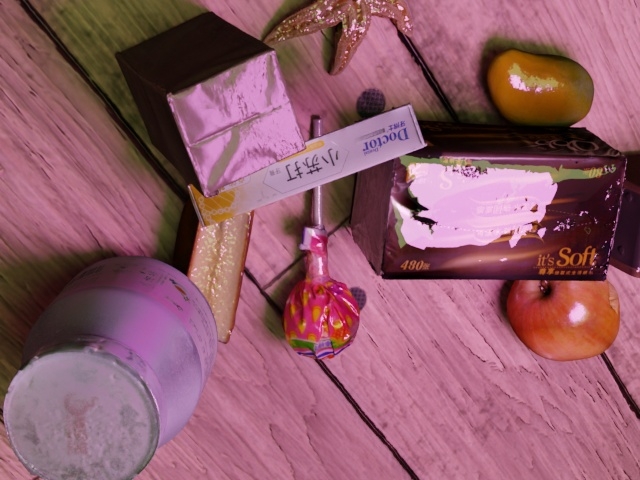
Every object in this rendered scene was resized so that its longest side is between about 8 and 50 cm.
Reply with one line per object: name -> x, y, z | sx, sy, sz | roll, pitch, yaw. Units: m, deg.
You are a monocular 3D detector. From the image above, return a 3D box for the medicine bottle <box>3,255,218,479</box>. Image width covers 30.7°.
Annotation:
medicine bottle -> -0.274, 0.177, 1.527 | 0.245, 0.290, 0.244 | 1, 109, 4

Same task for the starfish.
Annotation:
starfish -> 0.043, -0.345, 1.643 | 0.277, 0.062, 0.236 | -47, 127, -5

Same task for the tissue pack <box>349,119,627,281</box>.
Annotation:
tissue pack -> 0.248, -0.062, 1.731 | 0.370, 0.198, 0.209 | 0, 108, -14

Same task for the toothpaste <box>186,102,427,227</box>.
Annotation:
toothpaste -> -0.016, -0.099, 1.540 | 0.313, 0.089, 0.071 | -19, 95, 6

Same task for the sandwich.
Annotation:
sandwich -> -0.154, 0.017, 1.670 | 0.094, 0.096, 0.258 | 6, 109, -20

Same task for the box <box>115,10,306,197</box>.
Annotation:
box -> -0.144, -0.179, 1.512 | 0.149, 0.231, 0.155 | -27, 119, -13

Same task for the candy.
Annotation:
candy -> 0.000, 0.000, 1.743 | 0.124, 0.124, 0.365 | -5, 104, -23

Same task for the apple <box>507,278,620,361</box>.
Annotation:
apple -> 0.407, 0.113, 1.922 | 0.199, 0.199, 0.199 | -9, 114, -21

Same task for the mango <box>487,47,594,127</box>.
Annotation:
mango -> 0.334, -0.230, 1.798 | 0.191, 0.085, 0.122 | 9, 127, -20

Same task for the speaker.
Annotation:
speaker -> 0.559, -0.049, 1.913 | 0.231, 0.192, 0.153 | -8, 114, -26
